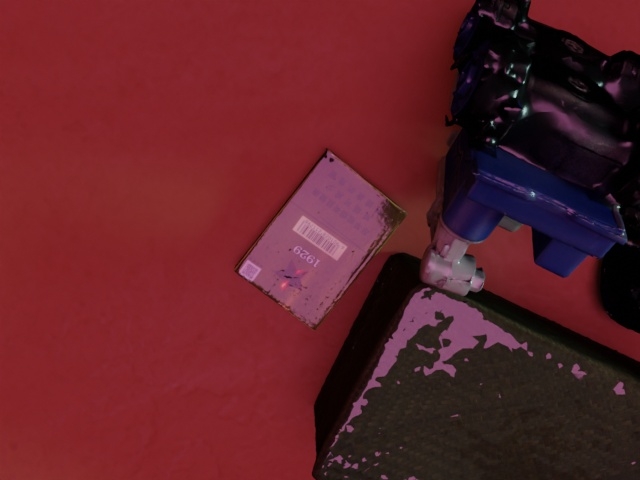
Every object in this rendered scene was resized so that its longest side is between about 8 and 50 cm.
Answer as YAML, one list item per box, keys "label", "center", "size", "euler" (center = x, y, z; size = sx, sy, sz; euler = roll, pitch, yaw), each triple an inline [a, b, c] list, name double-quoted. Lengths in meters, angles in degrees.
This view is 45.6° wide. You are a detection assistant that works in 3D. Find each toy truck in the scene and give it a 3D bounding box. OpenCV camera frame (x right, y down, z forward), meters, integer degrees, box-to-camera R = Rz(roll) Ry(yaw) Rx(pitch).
- label: "toy truck"
  center: [0.149, -0.065, 0.561]
  size: [0.161, 0.213, 0.177]
  euler: [24, 127, -6]

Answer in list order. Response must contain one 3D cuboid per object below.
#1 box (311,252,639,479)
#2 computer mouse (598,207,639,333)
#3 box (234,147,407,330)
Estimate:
- label: "box"
  center: [0.147, 0.151, 0.628]
  size: [0.274, 0.143, 0.184]
  euler: [25, 98, -5]
- label: "computer mouse"
  center: [0.348, 0.000, 0.641]
  size: [0.242, 0.077, 0.146]
  euler: [-36, 101, 4]
- label: "box"
  center: [0.000, 0.000, 0.655]
  size: [0.090, 0.023, 0.133]
  euler: [37, 97, -6]
